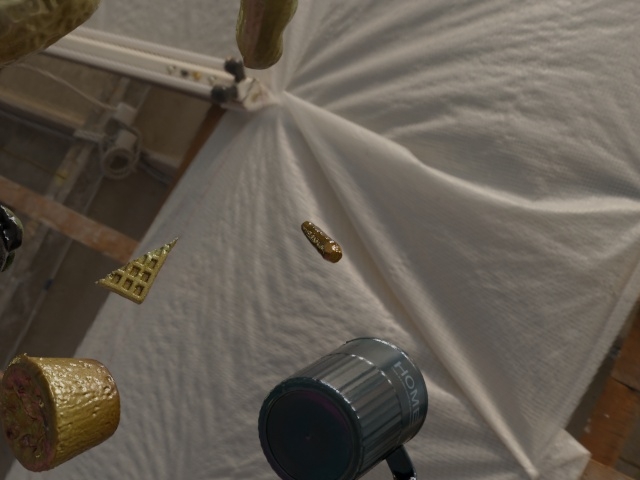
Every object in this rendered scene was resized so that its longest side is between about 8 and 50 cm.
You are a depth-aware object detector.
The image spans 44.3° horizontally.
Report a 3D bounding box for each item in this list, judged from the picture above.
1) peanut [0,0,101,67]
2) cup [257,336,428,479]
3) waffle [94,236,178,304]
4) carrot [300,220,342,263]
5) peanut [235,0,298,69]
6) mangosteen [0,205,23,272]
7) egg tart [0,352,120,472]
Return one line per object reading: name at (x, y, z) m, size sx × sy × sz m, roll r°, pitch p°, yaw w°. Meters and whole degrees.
peanut at (-0.468, -0.410, 1.317) m, size 0.153 × 0.140 × 0.325 m, roll 28°, pitch -113°, yaw 33°
cup at (0.046, 0.369, 1.542) m, size 0.242 × 0.292 × 0.307 m, roll 2°, pitch -83°, yaw 29°
waffle at (-0.426, 0.044, 1.836) m, size 0.190 × 0.125 × 0.032 m, roll -68°, pitch -170°, yaw -24°
carrot at (0.000, 0.000, 1.565) m, size 0.042 × 0.042 × 0.170 m, roll -50°, pitch -152°, yaw 3°
peanut at (-0.127, -0.547, 1.900) m, size 0.148 × 0.318 × 0.147 m, roll 5°, pitch -129°, yaw -6°
mangosteen at (-0.698, 0.021, 1.512) m, size 0.243 × 0.243 × 0.242 m, roll -14°, pitch -118°, yaw 28°
egg tart at (-0.443, 0.282, 1.352) m, size 0.203 × 0.147 × 0.202 m, roll 8°, pitch -78°, yaw 43°
